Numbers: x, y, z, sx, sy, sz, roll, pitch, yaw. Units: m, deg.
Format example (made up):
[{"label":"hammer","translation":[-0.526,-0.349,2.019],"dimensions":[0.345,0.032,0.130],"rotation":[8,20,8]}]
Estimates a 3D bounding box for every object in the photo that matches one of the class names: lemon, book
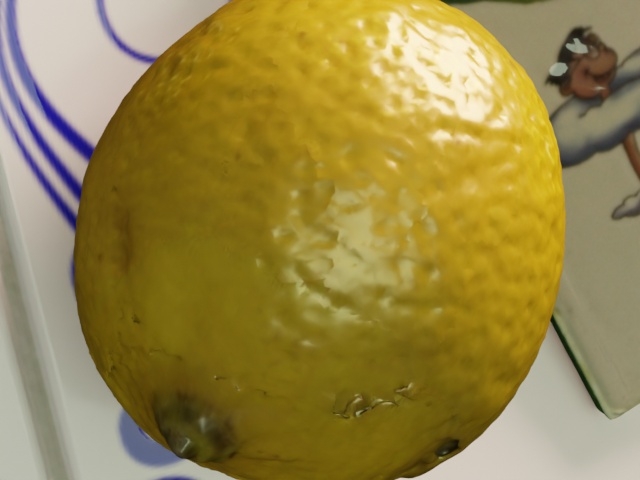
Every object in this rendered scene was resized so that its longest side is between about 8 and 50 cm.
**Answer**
[{"label":"lemon","translation":[0.003,-0.008,0.840],"dimensions":[0.228,0.228,0.253],"rotation":[24,84,-18]},{"label":"book","translation":[0.182,-0.117,0.947],"dimensions":[0.260,0.043,0.371],"rotation":[-32,109,-4]}]
